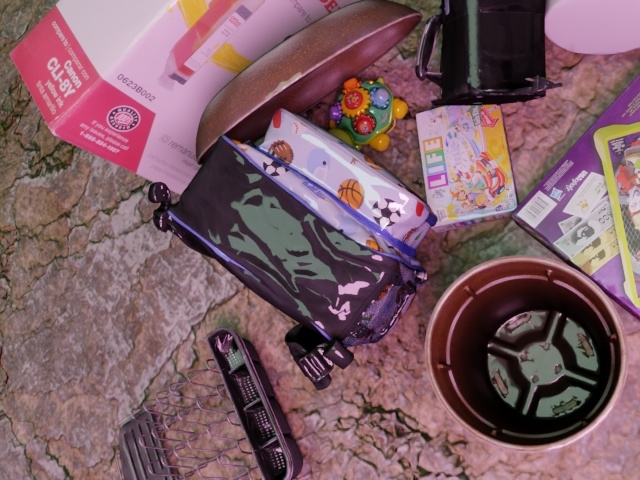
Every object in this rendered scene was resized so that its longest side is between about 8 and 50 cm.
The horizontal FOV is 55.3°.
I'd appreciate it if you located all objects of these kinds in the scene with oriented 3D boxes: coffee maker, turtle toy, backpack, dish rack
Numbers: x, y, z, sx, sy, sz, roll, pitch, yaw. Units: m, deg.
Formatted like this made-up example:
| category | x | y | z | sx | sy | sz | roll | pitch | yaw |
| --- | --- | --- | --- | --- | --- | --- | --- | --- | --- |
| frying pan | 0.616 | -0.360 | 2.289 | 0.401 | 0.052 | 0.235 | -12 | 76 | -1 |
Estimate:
| category | x | y | z | sx | sy | sz | roll | pitch | yaw |
| --- | --- | --- | --- | --- | --- | --- | --- | --- | --- |
| coffee maker | 0.190 | -0.237 | 0.642 | 0.171 | 0.120 | 0.178 | 9 | 103 | 54 |
| turtle toy | 0.047 | -0.159 | 0.803 | 0.095 | 0.066 | 0.130 | 28 | 89 | 30 |
| backpack | 0.000 | 0.000 | 0.671 | 0.276 | 0.263 | 0.213 | 42 | 89 | 21 |
| dish rack | -0.162 | 0.265 | 0.784 | 0.271 | 0.074 | 0.208 | -35 | 62 | 14 |

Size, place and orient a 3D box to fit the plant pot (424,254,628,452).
| category | x | y | z | sx | sy | sz | roll | pitch | yaw |
| --- | --- | --- | --- | --- | --- | --- | --- | --- | --- |
| plant pot | 0.205 | 0.112 | 0.591 | 0.166 | 0.165 | 0.167 | -7 | 73 | 25 |

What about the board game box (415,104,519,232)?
| category | x | y | z | sx | sy | sz | roll | pitch | yaw |
| --- | --- | --- | --- | --- | --- | --- | --- | --- | --- |
| board game box | 0.177 | -0.095 | 0.743 | 0.103 | 0.026 | 0.154 | -13 | 70 | 23 |

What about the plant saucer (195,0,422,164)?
| category | x | y | z | sx | sy | sz | roll | pitch | yaw |
| --- | --- | --- | --- | --- | --- | --- | --- | --- | --- |
| plant saucer | -0.025 | -0.191 | 0.721 | 0.310 | 0.310 | 0.050 | -32 | 95 | 15 |

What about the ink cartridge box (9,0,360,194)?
| category | x | y | z | sx | sy | sz | roll | pitch | yaw |
| --- | --- | --- | --- | --- | --- | --- | --- | --- | --- |
| ink cartridge box | -0.152 | -0.269 | 0.810 | 0.384 | 0.279 | 0.160 | -42 | 63 | 10 |

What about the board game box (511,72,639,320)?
| category | x | y | z | sx | sy | sz | roll | pitch | yaw |
| --- | --- | --- | --- | --- | --- | --- | --- | --- | --- |
| board game box | 0.394 | -0.089 | 0.624 | 0.347 | 0.056 | 0.208 | -48 | 57 | 7 |

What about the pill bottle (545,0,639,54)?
| category | x | y | z | sx | sy | sz | roll | pitch | yaw |
| --- | --- | --- | --- | --- | --- | --- | --- | --- | --- |
| pill bottle | 0.324 | -0.369 | 0.666 | 0.169 | 0.169 | 0.302 | 5 | 77 | 27 |
